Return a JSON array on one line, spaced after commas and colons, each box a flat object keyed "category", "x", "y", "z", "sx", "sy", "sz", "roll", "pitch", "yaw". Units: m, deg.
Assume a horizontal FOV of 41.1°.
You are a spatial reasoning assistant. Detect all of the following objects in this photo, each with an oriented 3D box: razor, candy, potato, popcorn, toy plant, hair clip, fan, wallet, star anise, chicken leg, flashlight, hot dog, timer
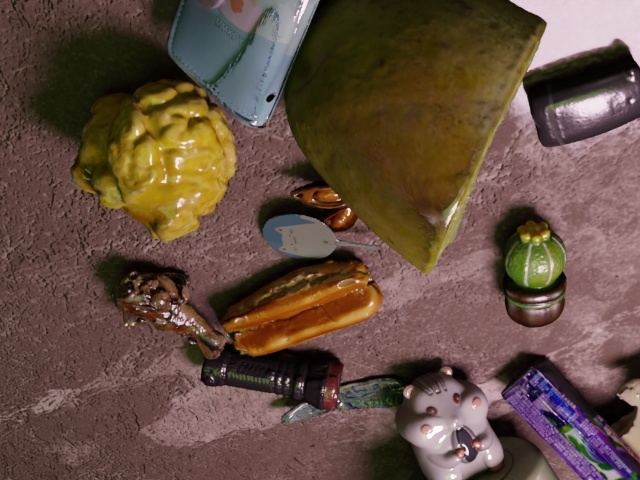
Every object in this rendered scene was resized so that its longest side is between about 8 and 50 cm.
[{"category": "razor", "x": 0.347, "y": -0.176, "z": 1.101, "sx": 0.148, "sy": 0.054, "sz": 0.090, "roll": -17, "pitch": 127, "yaw": 16}, {"category": "candy", "x": 0.430, "y": 0.330, "z": 1.372, "sx": 0.312, "sy": 0.061, "sz": 0.088, "roll": 48, "pitch": 126, "yaw": 11}, {"category": "potato", "x": 0.065, "y": -0.144, "z": 0.997, "sx": 0.280, "sy": 0.213, "sz": 0.330, "roll": 28, "pitch": 126, "yaw": 12}, {"category": "popcorn", "x": -0.218, "y": -0.118, "z": 1.126, "sx": 0.203, "sy": 0.226, "sz": 0.200, "roll": 40, "pitch": 87, "yaw": 19}, {"category": "toy plant", "x": 0.312, "y": 0.046, "z": 1.245, "sx": 0.092, "sy": 0.093, "sz": 0.162, "roll": -4, "pitch": 126, "yaw": 7}, {"category": "hair clip", "x": 0.041, "y": 0.276, "z": 1.467, "sx": 0.229, "sy": 0.036, "sz": 0.066, "roll": -14, "pitch": 128, "yaw": 6}, {"category": "fan", "x": 0.000, "y": 0.000, "z": 1.259, "sx": 0.175, "sy": 0.005, "sz": 0.113, "roll": 8, "pitch": 145, "yaw": 7}, {"category": "wallet", "x": -0.082, "y": -0.281, "z": 0.993, "sx": 0.176, "sy": 0.075, "sz": 0.250, "roll": 44, "pitch": 128, "yaw": 22}, {"category": "star anise", "x": 0.036, "y": -0.083, "z": 1.189, "sx": 0.157, "sy": 0.054, "sz": 0.212, "roll": 24, "pitch": 128, "yaw": -18}, {"category": "chicken leg", "x": -0.231, "y": 0.109, "z": 1.335, "sx": 0.196, "sy": 0.080, "sz": 0.125, "roll": 20, "pitch": 129, "yaw": -8}, {"category": "flashlight", "x": -0.081, "y": 0.220, "z": 1.410, "sx": 0.231, "sy": 0.093, "sz": 0.093, "roll": 11, "pitch": 127, "yaw": 3}, {"category": "hot dog", "x": -0.035, "y": 0.102, "z": 1.321, "sx": 0.268, "sy": 0.072, "sz": 0.115, "roll": -19, "pitch": 124, "yaw": 18}, {"category": "timer", "x": 0.233, "y": 0.363, "z": 1.412, "sx": 0.290, "sy": 0.291, "sz": 0.315, "roll": -21, "pitch": 100, "yaw": 18}]

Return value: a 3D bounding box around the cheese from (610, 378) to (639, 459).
[{"category": "cheese", "x": 0.563, "y": 0.328, "z": 1.400, "sx": 0.233, "sy": 0.127, "sz": 0.266, "roll": 36, "pitch": 120, "yaw": 10}]
